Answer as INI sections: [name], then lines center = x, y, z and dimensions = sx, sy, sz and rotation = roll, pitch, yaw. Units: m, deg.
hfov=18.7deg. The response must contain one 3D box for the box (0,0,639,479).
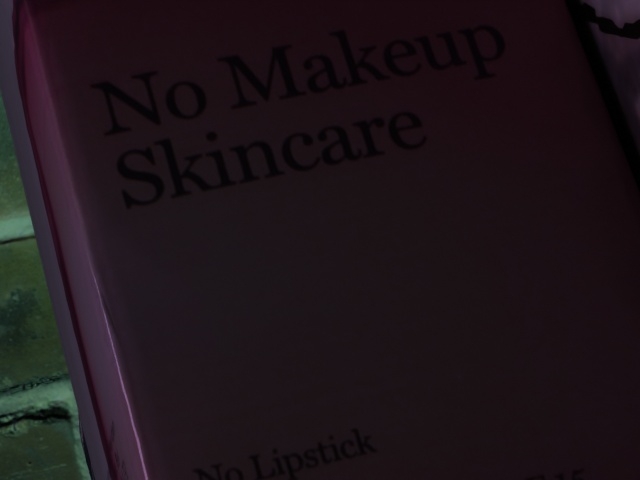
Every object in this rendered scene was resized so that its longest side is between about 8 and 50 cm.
[box]
center = 0.000, 0.000, 0.549
dimensions = 0.127, 0.148, 0.232
rotation = 104, 151, -64

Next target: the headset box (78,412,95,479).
[headset box]
center = -0.065, 0.163, 1.121
dimensions = 0.218, 0.110, 0.293
rotation = 101, 154, -62
